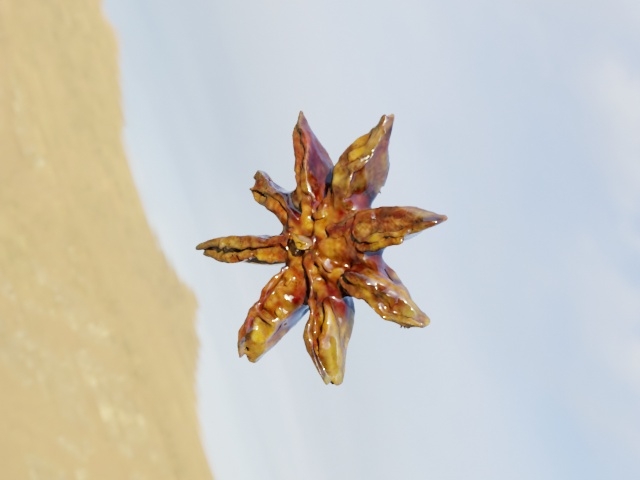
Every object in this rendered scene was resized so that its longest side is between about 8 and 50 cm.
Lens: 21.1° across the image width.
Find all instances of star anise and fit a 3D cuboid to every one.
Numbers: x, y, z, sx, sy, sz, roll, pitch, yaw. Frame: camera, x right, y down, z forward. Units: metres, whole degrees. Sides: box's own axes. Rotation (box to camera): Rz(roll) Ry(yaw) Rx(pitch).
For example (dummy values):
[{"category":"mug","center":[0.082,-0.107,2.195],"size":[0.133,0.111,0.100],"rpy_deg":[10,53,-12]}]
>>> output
[{"category":"star anise","center":[-0.001,0.000,1.635],"size":[0.088,0.288,0.288],"rpy_deg":[15,42,-49]}]
